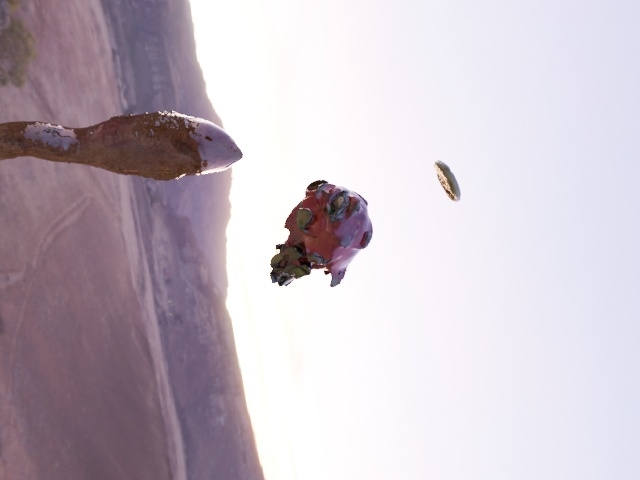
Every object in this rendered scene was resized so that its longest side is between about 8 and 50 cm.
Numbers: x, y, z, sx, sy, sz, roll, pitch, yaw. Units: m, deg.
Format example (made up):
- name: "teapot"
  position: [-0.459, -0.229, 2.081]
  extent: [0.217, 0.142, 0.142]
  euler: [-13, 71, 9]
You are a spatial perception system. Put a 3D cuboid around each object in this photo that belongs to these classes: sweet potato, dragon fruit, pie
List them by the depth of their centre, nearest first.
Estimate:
- name: "sweet potato"
  position: [-0.312, -0.149, 0.886]
  extent: [0.109, 0.384, 0.109]
  euler: [-179, -90, -84]
- name: "pie"
  position: [0.228, -0.105, 1.023]
  extent: [0.085, 0.017, 0.085]
  euler: [62, 1, -1]
- name: "dragon fruit"
  position: [-0.010, -0.001, 1.195]
  extent: [0.198, 0.269, 0.200]
  euler: [53, 2, 19]
